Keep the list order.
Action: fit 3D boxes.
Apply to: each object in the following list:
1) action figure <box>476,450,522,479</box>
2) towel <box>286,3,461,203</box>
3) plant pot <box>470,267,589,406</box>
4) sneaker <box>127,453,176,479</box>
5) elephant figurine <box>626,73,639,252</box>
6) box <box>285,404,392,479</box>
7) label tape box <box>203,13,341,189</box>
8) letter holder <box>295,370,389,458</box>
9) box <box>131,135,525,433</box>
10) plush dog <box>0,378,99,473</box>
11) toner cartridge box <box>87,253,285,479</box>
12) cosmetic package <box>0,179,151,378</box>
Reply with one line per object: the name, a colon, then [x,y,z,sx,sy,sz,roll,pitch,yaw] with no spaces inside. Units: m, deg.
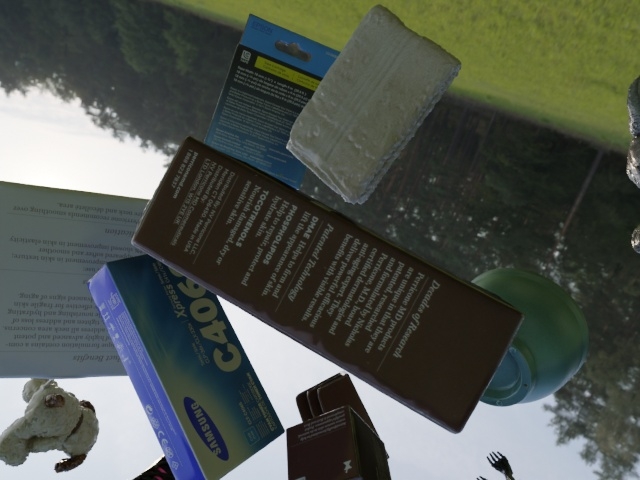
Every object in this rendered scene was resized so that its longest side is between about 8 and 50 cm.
action figure: [0.413,0.582,1.081,0.141,0.164,0.275,31,-174,-16]
towel: [0.076,-0.214,0.839,0.187,0.282,0.049,45,-160,22]
plant pot: [0.392,0.228,1.103,0.293,0.293,0.196,28,-146,28]
sneaker: [-0.423,0.683,1.404,0.185,0.202,0.482,4,-130,19]
elephant figurine: [0.403,-0.114,0.558,0.240,0.169,0.186,-22,-171,10]
box: [0.046,0.509,1.148,0.203,0.169,0.167,55,-163,-36]
label tape box: [-0.113,-0.313,1.217,0.241,0.333,0.106,20,-179,-12]
letter holder: [0.060,0.629,1.745,0.215,0.301,0.152,-26,173,-7]
box: [0.010,0.037,0.586,0.382,0.143,0.191,30,-175,9]
plush dog: [-0.715,0.509,1.441,0.225,0.211,0.262,53,-157,-36]
toner cartridge box: [-0.205,0.183,0.800,0.165,0.075,0.347,-17,-106,-52]
cosmetic package: [-0.570,0.083,1.189,0.330,0.393,0.327,7,180,-27]
